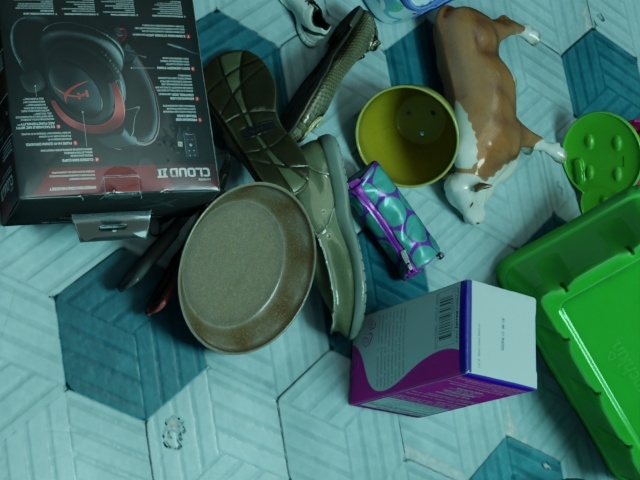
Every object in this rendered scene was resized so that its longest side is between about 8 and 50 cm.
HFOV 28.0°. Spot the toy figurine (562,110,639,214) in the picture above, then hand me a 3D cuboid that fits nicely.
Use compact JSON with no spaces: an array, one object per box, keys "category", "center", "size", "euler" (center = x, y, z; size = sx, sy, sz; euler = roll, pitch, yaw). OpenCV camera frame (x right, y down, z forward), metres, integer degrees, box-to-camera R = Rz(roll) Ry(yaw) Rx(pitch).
[{"category":"toy figurine","center":[0.455,-0.115,1.906],"size":[0.159,0.130,0.173],"euler":[-17,107,-48]}]

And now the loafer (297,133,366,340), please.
[{"category":"loafer","center":[0.000,0.000,1.554],"size":[0.087,0.094,0.251],"euler":[-10,81,-3]}]

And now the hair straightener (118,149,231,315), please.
[{"category":"hair straightener","center":[-0.166,-0.028,1.454],"size":[0.089,0.047,0.230],"euler":[41,56,-18]}]

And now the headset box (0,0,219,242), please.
[{"category":"headset box","center":[-0.239,-0.143,1.378],"size":[0.218,0.110,0.293],"euler":[-4,77,-25]}]

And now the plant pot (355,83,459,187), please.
[{"category":"plant pot","center":[0.122,-0.145,1.665],"size":[0.134,0.134,0.095],"euler":[56,24,-7]}]

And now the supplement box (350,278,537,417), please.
[{"category":"supplement box","center":[0.141,0.133,1.514],"size":[0.114,0.220,0.111],"euler":[16,66,-32]}]

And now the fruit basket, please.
[{"category":"fruit basket","center":[0.442,0.117,1.762],"size":[0.392,0.283,0.392],"euler":[58,9,-14]}]

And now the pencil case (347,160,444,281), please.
[{"category":"pencil case","center":[0.088,-0.025,1.626],"size":[0.152,0.064,0.070],"euler":[53,25,-9]}]

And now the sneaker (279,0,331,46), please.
[{"category":"sneaker","center":[-0.021,-0.306,1.656],"size":[0.040,0.043,0.109],"euler":[-33,93,-36]}]

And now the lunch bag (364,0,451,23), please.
[{"category":"lunch bag","center":[0.136,-0.404,1.775],"size":[0.219,0.090,0.176],"euler":[-32,98,-37]}]

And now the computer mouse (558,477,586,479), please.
[{"category":"computer mouse","center":[0.248,0.392,1.608],"size":[0.272,0.072,0.189],"euler":[-28,94,-26]}]

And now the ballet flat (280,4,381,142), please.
[{"category":"ballet flat","center":[0.018,-0.205,1.631],"size":[0.058,0.084,0.250],"euler":[41,50,-17]}]

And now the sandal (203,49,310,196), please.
[{"category":"sandal","center":[-0.079,-0.133,1.537],"size":[0.090,0.060,0.219],"euler":[-20,67,-23]}]

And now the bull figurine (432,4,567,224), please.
[{"category":"bull figurine","center":[0.233,-0.175,1.761],"size":[0.188,0.101,0.311],"euler":[3,76,-40]}]

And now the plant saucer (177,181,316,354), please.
[{"category":"plant saucer","center":[-0.089,0.029,1.449],"size":[0.198,0.036,0.199],"euler":[-14,111,-39]}]
